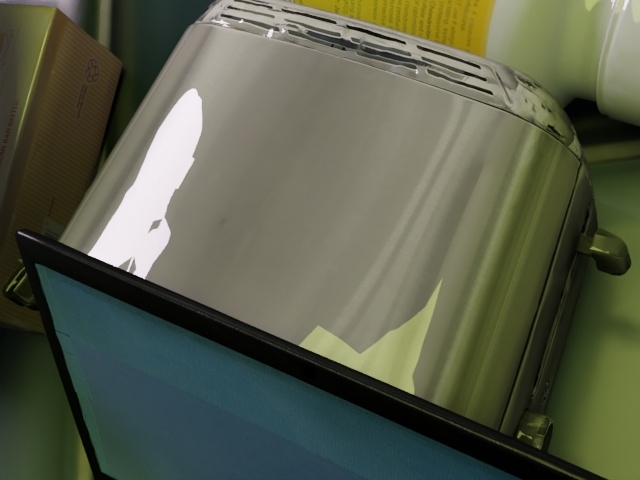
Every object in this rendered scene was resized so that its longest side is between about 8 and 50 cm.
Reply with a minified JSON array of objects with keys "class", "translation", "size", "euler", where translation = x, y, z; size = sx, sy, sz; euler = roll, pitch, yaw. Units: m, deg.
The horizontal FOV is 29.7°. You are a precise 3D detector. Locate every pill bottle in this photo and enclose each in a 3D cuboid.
[{"class":"pill bottle","translation":[0.061,-0.107,0.497],"size":[0.184,0.103,0.103],"euler":[22,81,24]}]

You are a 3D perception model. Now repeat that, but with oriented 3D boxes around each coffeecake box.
[{"class":"coffeecake box","translation":[-0.207,-0.041,0.585],"size":[0.185,0.068,0.142],"euler":[8,77,21]}]

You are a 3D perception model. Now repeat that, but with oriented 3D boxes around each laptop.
[{"class":"laptop","translation":[-0.029,0.168,0.407],"size":[0.234,0.136,0.264],"euler":[21,87,24]}]

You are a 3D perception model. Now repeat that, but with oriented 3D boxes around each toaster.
[{"class":"toaster","translation":[0.000,0.000,0.472],"size":[0.227,0.129,0.146],"euler":[20,76,25]}]
